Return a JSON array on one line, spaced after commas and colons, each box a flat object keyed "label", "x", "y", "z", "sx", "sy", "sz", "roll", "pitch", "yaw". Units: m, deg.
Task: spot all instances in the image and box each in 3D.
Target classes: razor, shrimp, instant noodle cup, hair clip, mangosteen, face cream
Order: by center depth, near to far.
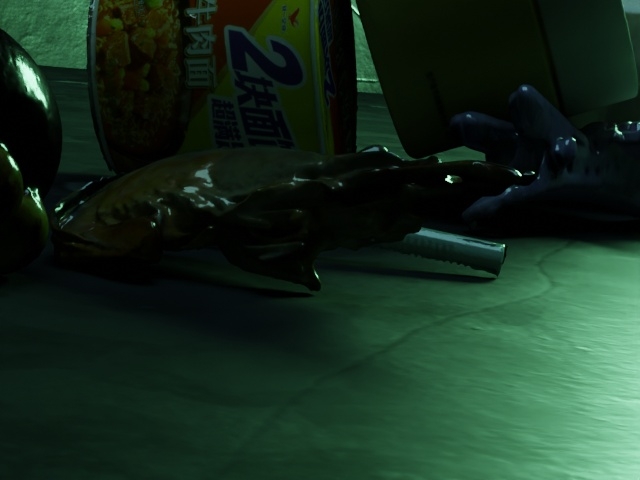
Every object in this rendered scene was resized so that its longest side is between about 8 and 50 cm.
[{"label": "mangosteen", "x": -0.183, "y": -0.038, "z": 0.812, "sx": 0.137, "sy": 0.137, "sz": 0.151, "roll": 0, "pitch": 43, "yaw": -36}, {"label": "shrimp", "x": -0.022, "y": -0.003, "z": 0.859, "sx": 0.262, "sy": 0.066, "sz": 0.117, "roll": 1, "pitch": 32, "yaw": 39}, {"label": "razor", "x": 0.001, "y": -0.007, "z": 0.990, "sx": 0.211, "sy": 0.036, "sz": 0.084, "roll": 5, "pitch": 9, "yaw": 3}, {"label": "hair clip", "x": 0.199, "y": -0.059, "z": 1.277, "sx": 0.137, "sy": 0.090, "sz": 0.278, "roll": -19, "pitch": -12, "yaw": 39}, {"label": "instant noodle cup", "x": -0.069, "y": -0.127, "z": 1.283, "sx": 0.174, "sy": 0.213, "sz": 0.213, "roll": -2, "pitch": 6, "yaw": 9}, {"label": "face cream", "x": 0.124, "y": -0.187, "z": 1.317, "sx": 0.179, "sy": 0.218, "sz": 0.218, "roll": -16, "pitch": 5, "yaw": 7}]

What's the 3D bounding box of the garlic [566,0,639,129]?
[{"label": "garlic", "x": 0.291, "y": -0.170, "z": 1.527, "sx": 0.322, "sy": 0.322, "sz": 0.241, "roll": 6, "pitch": -18, "yaw": 0}]
